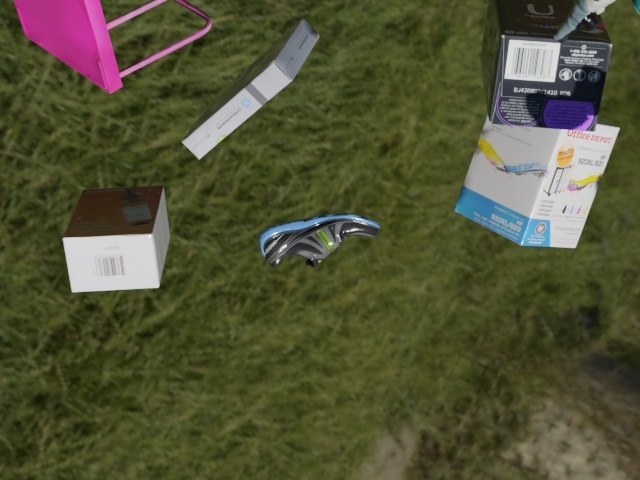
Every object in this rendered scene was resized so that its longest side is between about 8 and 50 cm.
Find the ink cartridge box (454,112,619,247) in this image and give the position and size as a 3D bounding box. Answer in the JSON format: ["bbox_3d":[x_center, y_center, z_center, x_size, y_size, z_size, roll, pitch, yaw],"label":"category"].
[{"bbox_3d":[0.382,-0.126,2.001,0.171,0.168,0.233,3,111,-43],"label":"ink cartridge box"}]

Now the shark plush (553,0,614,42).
[{"bbox_3d":[0.267,-0.258,1.074,0.073,0.067,0.161,-22,147,-22],"label":"shark plush"}]

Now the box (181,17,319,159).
[{"bbox_3d":[-0.092,-0.201,1.500,0.186,0.038,0.145,-35,-163,31],"label":"box"}]

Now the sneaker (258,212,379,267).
[{"bbox_3d":[0.000,0.000,1.758,0.067,0.188,0.078,-179,-103,-83],"label":"sneaker"}]

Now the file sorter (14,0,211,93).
[{"bbox_3d":[-0.264,-0.369,1.343,0.182,0.202,0.291,-34,138,-26],"label":"file sorter"}]

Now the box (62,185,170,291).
[{"bbox_3d":[-0.299,-0.005,1.681,0.170,0.130,0.091,-94,-179,-63],"label":"box"}]

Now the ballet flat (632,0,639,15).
[{"bbox_3d":[0.569,-0.373,1.450,0.147,0.409,0.147,0,90,-26],"label":"ballet flat"}]

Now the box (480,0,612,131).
[{"bbox_3d":[0.340,-0.291,1.744,0.270,0.165,0.143,-83,177,-60],"label":"box"}]
